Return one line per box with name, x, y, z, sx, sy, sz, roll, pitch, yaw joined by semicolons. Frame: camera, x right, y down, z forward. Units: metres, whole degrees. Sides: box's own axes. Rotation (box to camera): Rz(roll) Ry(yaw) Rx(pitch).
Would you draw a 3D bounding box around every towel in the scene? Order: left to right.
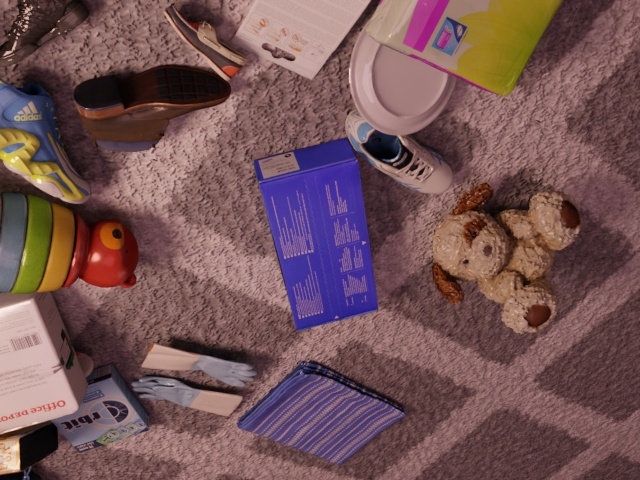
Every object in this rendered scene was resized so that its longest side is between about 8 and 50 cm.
towel;0.007;0.406;1.534;0.336;0.040;0.243;31;115;-32

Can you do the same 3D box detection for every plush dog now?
plush dog;0.318;0.015;1.246;0.225;0.210;0.263;15;95;-8

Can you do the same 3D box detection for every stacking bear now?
stacking bear;-0.424;0.007;1.040;0.289;0.175;0.164;11;139;-32

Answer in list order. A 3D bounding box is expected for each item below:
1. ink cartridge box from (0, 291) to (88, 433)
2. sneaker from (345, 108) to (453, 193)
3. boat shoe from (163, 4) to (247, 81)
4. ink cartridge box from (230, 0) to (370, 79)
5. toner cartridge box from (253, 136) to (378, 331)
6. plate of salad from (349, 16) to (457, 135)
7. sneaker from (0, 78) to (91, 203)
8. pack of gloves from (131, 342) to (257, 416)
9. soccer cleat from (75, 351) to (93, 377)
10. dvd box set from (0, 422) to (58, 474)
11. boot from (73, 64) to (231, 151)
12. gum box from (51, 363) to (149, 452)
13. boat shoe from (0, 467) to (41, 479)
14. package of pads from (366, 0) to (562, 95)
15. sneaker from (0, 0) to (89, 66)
ink cartridge box;-0.518;0.201;1.159;0.160;0.092;0.220;-15;109;-3
sneaker;0.136;-0.134;1.114;0.237;0.086;0.085;29;114;-32
boat shoe;-0.161;-0.282;0.945;0.043;0.049;0.137;-40;129;13
ink cartridge box;-0.025;-0.329;0.960;0.145;0.045;0.179;18;139;-27
toner cartridge box;0.000;0.000;1.190;0.165;0.075;0.348;-13;129;-3
plate of salad;0.126;-0.260;1.024;0.199;0.048;0.200;-10;114;-25
sneaker;-0.396;-0.144;0.965;0.126;0.091;0.240;-59;150;-6
pack of gloves;-0.256;0.274;1.374;0.232;0.046;0.195;18;132;-22
soccer cleat;-0.522;0.257;1.271;0.196;0.068;0.076;-13;148;-6
dvd box set;-0.718;0.392;1.205;0.420;0.062;0.307;-5;171;-10
boot;-0.243;-0.192;0.995;0.219;0.082;0.106;-7;151;-14
gum box;-0.455;0.342;1.363;0.156;0.041;0.184;-19;129;0
boat shoe;-0.635;0.519;1.435;0.089;0.109;0.258;-22;146;-6
package of pads;0.231;-0.369;0.915;0.229;0.101;0.297;16;112;-26
sneaker;-0.372;-0.303;0.874;0.170;0.051;0.089;-29;129;3
